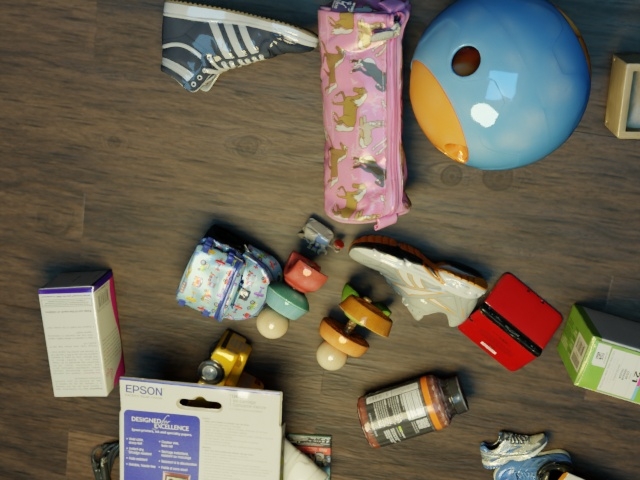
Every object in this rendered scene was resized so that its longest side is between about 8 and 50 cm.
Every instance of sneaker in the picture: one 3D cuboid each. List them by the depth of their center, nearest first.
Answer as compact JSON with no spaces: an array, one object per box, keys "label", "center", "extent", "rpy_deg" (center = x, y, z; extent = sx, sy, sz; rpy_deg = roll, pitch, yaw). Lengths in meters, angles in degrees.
[{"label":"sneaker","center":[-0.148,-0.322,1.568],"extent":[0.282,0.099,0.153],"rpy_deg":[13,101,10]},{"label":"sneaker","center":[0.165,0.082,1.644],"extent":[0.262,0.099,0.121],"rpy_deg":[22,110,1]},{"label":"sneaker","center":[0.407,0.449,1.715],"extent":[0.152,0.084,0.058],"rpy_deg":[-15,102,10]},{"label":"sneaker","center":[0.368,0.393,1.724],"extent":[0.135,0.052,0.058],"rpy_deg":[-23,97,11]},{"label":"sneaker","center":[-0.131,0.503,1.791],"extent":[0.169,0.108,0.292],"rpy_deg":[43,110,10]}]

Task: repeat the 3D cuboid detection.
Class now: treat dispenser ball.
[{"label":"treat dispenser ball","center":[0.285,-0.256,1.441],"extent":[0.288,0.288,0.288],"rpy_deg":[1,105,6]}]

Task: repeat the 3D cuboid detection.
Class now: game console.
[{"label":"game console","center":[0.354,0.155,1.683],"extent":[0.144,0.085,0.124],"rpy_deg":[39,136,-4]}]

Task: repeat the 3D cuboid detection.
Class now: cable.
[{"label":"cable","center":[-0.382,0.493,1.838],"extent":[0.151,0.047,0.184],"rpy_deg":[-13,100,4]}]

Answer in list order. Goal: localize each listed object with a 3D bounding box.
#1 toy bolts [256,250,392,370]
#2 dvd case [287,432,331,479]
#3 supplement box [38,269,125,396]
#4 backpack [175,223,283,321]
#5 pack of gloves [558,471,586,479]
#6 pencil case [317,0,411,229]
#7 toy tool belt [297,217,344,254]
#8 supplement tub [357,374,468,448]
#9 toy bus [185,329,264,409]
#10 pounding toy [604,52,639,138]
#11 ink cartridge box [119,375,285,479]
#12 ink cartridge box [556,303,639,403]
[{"label":"toy bolts","center":[0.001,0.148,1.606],"extent":[0.228,0.218,0.158],"rpy_deg":[32,95,-10]},{"label":"dvd case","center":[-0.022,0.444,1.798],"extent":[0.087,0.013,0.119],"rpy_deg":[2,104,6]},{"label":"supplement box","center":[-0.455,0.178,1.725],"extent":[0.114,0.111,0.220],"rpy_deg":[-3,104,7]},{"label":"backpack","center":[-0.164,0.078,1.667],"extent":[0.173,0.117,0.158],"rpy_deg":[27,106,-4]},{"label":"pack of gloves","center":[0.499,0.533,1.733],"extent":[0.232,0.046,0.195],"rpy_deg":[24,116,-20]},{"label":"pencil case","center":[0.078,-0.219,1.536],"extent":[0.160,0.167,0.386],"rpy_deg":[1,107,7]},{"label":"toy tool belt","center":[0.000,0.000,1.668],"extent":[0.083,0.052,0.051],"rpy_deg":[36,136,0]},{"label":"supplement tub","center":[0.176,0.317,1.697],"extent":[0.198,0.106,0.106],"rpy_deg":[-19,102,10]},{"label":"toy bus","center":[-0.213,0.347,1.743],"extent":[0.130,0.108,0.332],"rpy_deg":[27,106,-1]},{"label":"pounding toy","center":[0.585,-0.209,1.528],"extent":[0.181,0.094,0.206],"rpy_deg":[0,114,1]},{"label":"ink cartridge box","center":[-0.219,0.397,1.669],"extent":[0.304,0.072,0.307],"rpy_deg":[5,103,5]},{"label":"ink cartridge box","center":[0.569,0.215,1.583],"extent":[0.255,0.189,0.097],"rpy_deg":[17,105,1]}]
